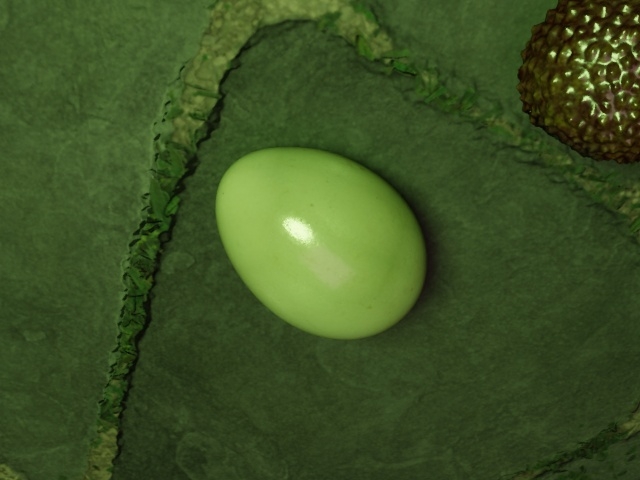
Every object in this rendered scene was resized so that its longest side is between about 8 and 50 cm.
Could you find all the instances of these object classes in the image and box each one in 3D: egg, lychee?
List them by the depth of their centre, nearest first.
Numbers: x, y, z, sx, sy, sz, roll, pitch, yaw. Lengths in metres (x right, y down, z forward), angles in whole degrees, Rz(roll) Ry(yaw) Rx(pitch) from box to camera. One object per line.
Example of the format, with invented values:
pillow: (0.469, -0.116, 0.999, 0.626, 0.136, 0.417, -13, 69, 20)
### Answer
lychee: (0.293, -0.170, 0.940, 0.188, 0.188, 0.188, -2, 126, -3)
egg: (0.000, 0.000, 1.030, 0.254, 0.188, 0.188, 34, 117, -19)
